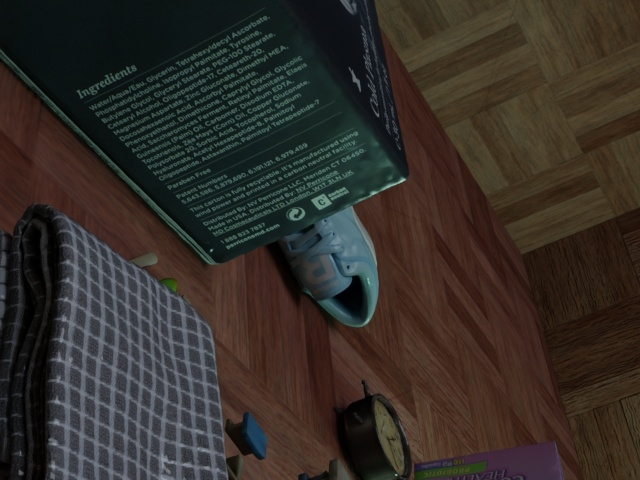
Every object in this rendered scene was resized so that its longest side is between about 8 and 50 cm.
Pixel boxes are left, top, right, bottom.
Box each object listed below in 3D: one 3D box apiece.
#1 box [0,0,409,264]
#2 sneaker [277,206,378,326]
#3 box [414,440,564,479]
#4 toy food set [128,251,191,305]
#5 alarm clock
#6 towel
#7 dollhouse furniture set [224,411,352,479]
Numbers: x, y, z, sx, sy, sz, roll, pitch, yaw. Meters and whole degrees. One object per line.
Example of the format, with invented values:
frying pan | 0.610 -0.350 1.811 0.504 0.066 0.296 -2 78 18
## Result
box | -0.147 -0.318 1.334 0.472 0.297 0.480 47 26 -43
sneaker | 0.000 0.000 1.618 0.366 0.135 0.150 47 23 -45
box | 0.267 0.437 1.647 0.117 0.213 0.243 -84 159 -57
toy food set | -0.151 0.100 1.202 0.192 0.038 0.132 66 17 -4
alarm clock | 0.089 0.307 1.608 0.192 0.064 0.129 61 18 -12
towel | -0.181 0.137 0.934 0.235 0.121 0.284 44 28 -49
dollhouse furniture set | -0.053 0.265 1.122 0.129 0.129 0.184 -87 152 -55
